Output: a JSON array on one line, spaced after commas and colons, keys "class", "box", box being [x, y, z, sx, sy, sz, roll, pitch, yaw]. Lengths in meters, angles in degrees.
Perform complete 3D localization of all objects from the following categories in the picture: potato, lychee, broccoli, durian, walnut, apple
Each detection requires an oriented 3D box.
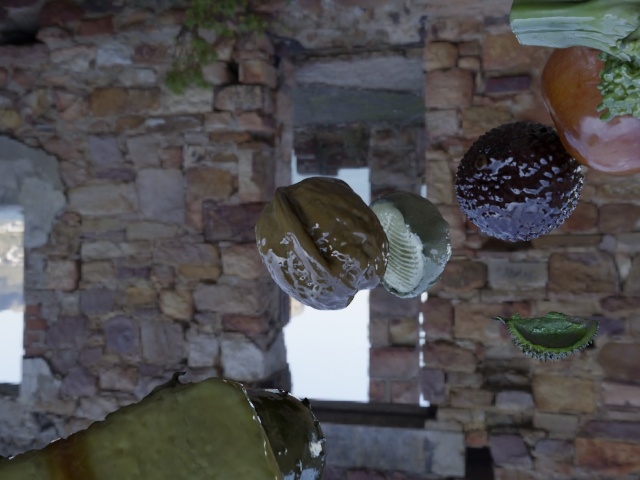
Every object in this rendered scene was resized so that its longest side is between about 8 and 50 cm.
[{"class": "potato", "box": [-0.122, 0.344, 1.075, 0.269, 0.219, 0.359, -37, 161, -4]}, {"class": "lychee", "box": [0.385, -0.109, 1.316, 0.271, 0.236, 0.235, 10, 172, -42]}, {"class": "broccoli", "box": [0.315, -0.237, 0.680, 0.243, 0.247, 0.263, 7, -157, 28]}, {"class": "durian", "box": [0.458, 0.197, 1.416, 0.215, 0.100, 0.086, 0, 159, 13]}, {"class": "walnut", "box": [0.000, 0.000, 1.286, 0.224, 0.257, 0.257, -35, 169, 12]}, {"class": "apple", "box": [0.487, -0.239, 1.144, 0.206, 0.272, 0.251, -24, 167, 25]}]

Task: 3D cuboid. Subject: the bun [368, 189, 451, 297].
[{"class": "bun", "box": [0.212, 0.002, 1.634, 0.152, 0.260, 0.259, -21, -171, -28]}]

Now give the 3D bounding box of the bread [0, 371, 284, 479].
[{"class": "bread", "box": [-0.162, 0.223, 0.542, 0.263, 0.199, 0.236, -19, 177, -17]}]
